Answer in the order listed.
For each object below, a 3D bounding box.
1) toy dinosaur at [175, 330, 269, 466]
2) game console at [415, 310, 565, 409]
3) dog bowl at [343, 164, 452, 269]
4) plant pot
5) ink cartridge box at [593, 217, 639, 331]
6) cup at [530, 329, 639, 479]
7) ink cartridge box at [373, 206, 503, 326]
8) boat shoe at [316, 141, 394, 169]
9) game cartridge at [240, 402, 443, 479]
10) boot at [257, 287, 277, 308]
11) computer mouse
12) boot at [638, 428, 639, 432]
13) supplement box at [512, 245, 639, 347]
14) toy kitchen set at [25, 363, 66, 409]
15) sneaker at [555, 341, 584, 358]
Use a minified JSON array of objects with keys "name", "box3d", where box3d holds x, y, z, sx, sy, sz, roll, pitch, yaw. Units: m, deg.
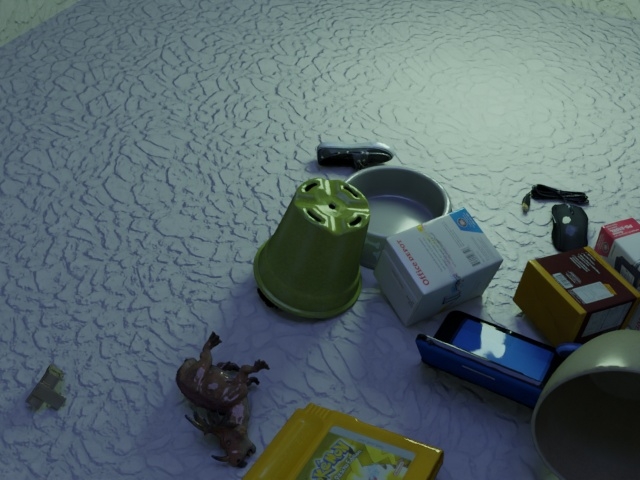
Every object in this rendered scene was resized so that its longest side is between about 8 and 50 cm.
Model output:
[{"name":"toy dinosaur","box3d":[-0.231,0.320,1.681,0.296,0.127,0.200,26,55,33]},{"name":"game console","box3d":[0.381,0.235,1.748,0.293,0.250,0.173,20,72,21]},{"name":"dog bowl","box3d":[0.189,-0.072,2.126,0.349,0.102,0.348,1,42,-1]},{"name":"plant pot","box3d":[0.000,0.000,1.889,0.276,0.254,0.276,10,46,-11]},{"name":"ink cartridge box","box3d":[0.756,0.090,1.901,0.100,0.172,0.237,-14,44,-15]},{"name":"cup","box3d":[0.588,0.305,1.531,0.331,0.331,0.237,14,35,15]},{"name":"ink cartridge box","box3d":[0.274,0.064,1.903,0.233,0.168,0.171,-20,62,-22]},{"name":"boat shoe","box3d":[0.101,-0.241,2.335,0.229,0.080,0.076,5,60,1]},{"name":"game cartridge","box3d":[0.035,0.456,1.535,0.324,0.052,0.285,15,38,25]},{"name":"boot","box3d":[-0.110,0.110,1.965,0.099,0.045,0.121,-25,53,-27]},{"name":"computer mouse","box3d":[0.639,-0.075,2.165,0.184,0.060,0.262,11,43,10]},{"name":"boot","box3d":[0.754,0.372,1.659,0.219,0.082,0.106,-29,47,-31]},{"name":"supplement box","box3d":[0.596,0.134,1.865,0.194,0.129,0.191,-11,43,-25]},{"name":"toy kitchen set","box3d":[-0.585,0.326,1.737,0.068,0.075,0.083,37,82,-13]},{"name":"sneaker","box3d":[0.585,0.274,1.762,0.144,0.053,0.059,28,55,-2]}]
